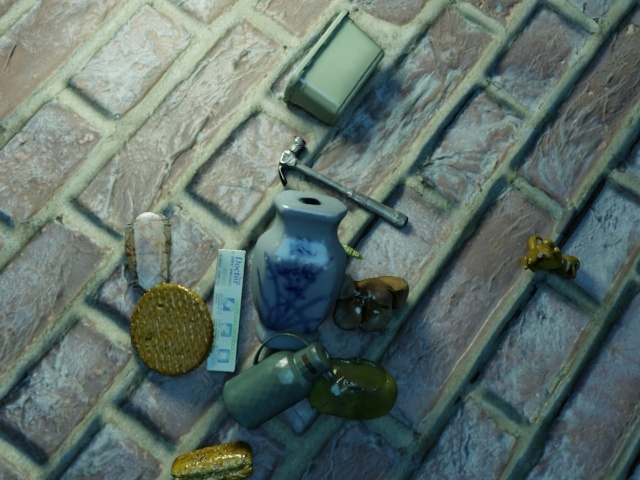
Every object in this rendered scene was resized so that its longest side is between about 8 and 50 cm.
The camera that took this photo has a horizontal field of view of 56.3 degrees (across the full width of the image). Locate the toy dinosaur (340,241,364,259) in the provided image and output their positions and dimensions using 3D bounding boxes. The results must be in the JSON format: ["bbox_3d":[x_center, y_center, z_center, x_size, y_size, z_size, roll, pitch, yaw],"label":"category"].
[{"bbox_3d":[0.000,0.000,1.692,0.259,0.153,0.094,27,78,-7],"label":"toy dinosaur"}]

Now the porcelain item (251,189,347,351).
[{"bbox_3d":[-0.059,0.086,1.561,0.243,0.178,0.404,9,110,-3],"label":"porcelain item"}]

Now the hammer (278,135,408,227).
[{"bbox_3d":[0.072,-0.159,1.782,0.427,0.044,0.152,26,77,1],"label":"hammer"}]

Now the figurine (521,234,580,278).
[{"bbox_3d":[0.685,0.046,1.770,0.176,0.121,0.122,20,48,-14],"label":"figurine"}]

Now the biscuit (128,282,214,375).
[{"bbox_3d":[-0.399,0.240,1.608,0.254,0.035,0.253,1,92,15],"label":"biscuit"}]

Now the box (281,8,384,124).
[{"bbox_3d":[0.046,-0.506,1.803,0.183,0.175,0.311,36,76,-5],"label":"box"}]

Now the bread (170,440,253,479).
[{"bbox_3d":[-0.278,0.582,1.545,0.211,0.114,0.083,-11,94,-8],"label":"bread"}]

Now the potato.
[{"bbox_3d":[0.085,0.394,1.601,0.249,0.143,0.169,11,90,-4],"label":"potato"}]

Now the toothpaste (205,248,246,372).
[{"bbox_3d":[-0.257,0.194,1.658,0.081,0.067,0.336,4,76,-3],"label":"toothpaste"}]

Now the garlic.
[{"bbox_3d":[0.136,0.175,1.655,0.214,0.191,0.160,8,101,-14],"label":"garlic"}]

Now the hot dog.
[{"bbox_3d":[-0.479,0.040,1.678,0.131,0.069,0.252,-4,80,-15],"label":"hot dog"}]

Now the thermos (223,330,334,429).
[{"bbox_3d":[-0.111,0.347,1.540,0.287,0.145,0.182,-36,86,15],"label":"thermos"}]
